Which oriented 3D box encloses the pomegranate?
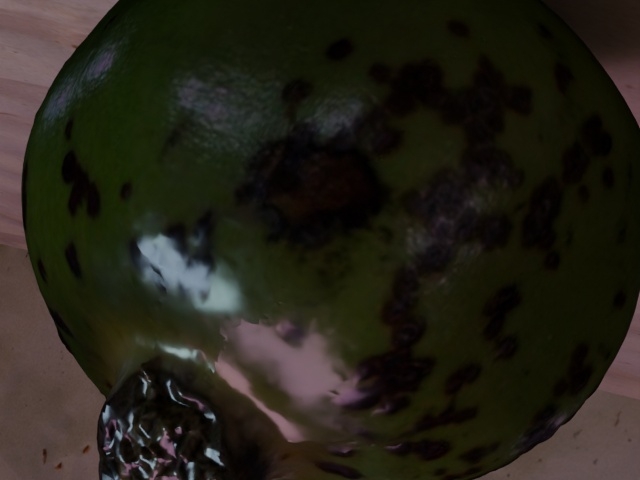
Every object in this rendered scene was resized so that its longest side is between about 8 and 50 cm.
[{"bbox_3d":[0.000,0.000,0.639,0.254,0.270,0.254,19,143,15],"label":"pomegranate"}]
